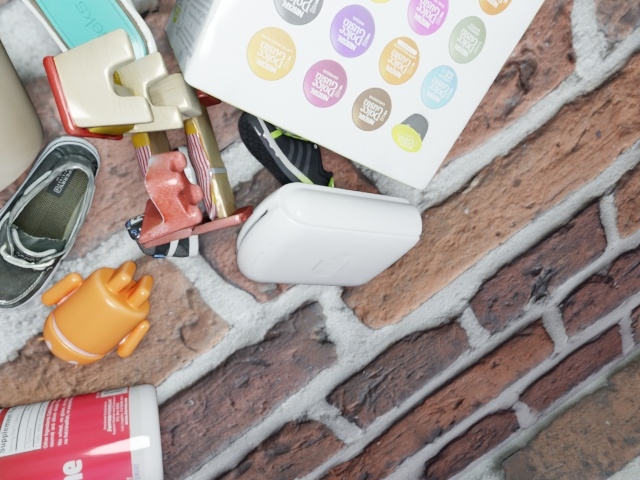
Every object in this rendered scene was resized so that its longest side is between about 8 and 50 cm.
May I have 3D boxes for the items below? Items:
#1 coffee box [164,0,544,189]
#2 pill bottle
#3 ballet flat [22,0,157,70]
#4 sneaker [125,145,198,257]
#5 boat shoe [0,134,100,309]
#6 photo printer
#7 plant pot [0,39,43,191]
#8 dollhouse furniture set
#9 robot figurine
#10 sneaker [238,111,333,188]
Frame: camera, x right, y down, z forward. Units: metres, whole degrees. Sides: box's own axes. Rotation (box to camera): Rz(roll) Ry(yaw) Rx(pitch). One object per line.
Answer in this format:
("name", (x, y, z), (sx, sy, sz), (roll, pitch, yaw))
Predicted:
("coffee box", (0.023, -0.320, 0.599), (0.337, 0.338, 0.334), (19, 112, -31))
("pill bottle", (-0.530, 0.433, 0.898), (0.407, 0.229, 0.229), (-5, 122, -21))
("ballet flat", (-0.334, -0.361, 0.539), (0.139, 0.139, 0.400), (-32, 111, -3))
("sneaker", (-0.279, -0.055, 0.794), (0.121, 0.079, 0.217), (-7, 124, -22))
("boat shoe", (-0.457, -0.011, 0.718), (0.121, 0.119, 0.335), (22, 109, -33))
("photo printer", (0.000, 0.000, 0.878), (0.307, 0.107, 0.256), (6, 150, -27))
("plant pot", (-0.487, -0.184, 0.506), (0.323, 0.323, 0.280), (-27, 143, -6))
("dollhouse furniture set", (-0.206, -0.089, 0.564), (0.152, 0.374, 0.201), (-15, 100, 3))
("robot figurine", (-0.403, 0.138, 0.831), (0.219, 0.128, 0.158), (-42, 152, 5))
("sneaker", (-0.056, -0.165, 0.842), (0.097, 0.084, 0.235), (-53, 131, -14))
